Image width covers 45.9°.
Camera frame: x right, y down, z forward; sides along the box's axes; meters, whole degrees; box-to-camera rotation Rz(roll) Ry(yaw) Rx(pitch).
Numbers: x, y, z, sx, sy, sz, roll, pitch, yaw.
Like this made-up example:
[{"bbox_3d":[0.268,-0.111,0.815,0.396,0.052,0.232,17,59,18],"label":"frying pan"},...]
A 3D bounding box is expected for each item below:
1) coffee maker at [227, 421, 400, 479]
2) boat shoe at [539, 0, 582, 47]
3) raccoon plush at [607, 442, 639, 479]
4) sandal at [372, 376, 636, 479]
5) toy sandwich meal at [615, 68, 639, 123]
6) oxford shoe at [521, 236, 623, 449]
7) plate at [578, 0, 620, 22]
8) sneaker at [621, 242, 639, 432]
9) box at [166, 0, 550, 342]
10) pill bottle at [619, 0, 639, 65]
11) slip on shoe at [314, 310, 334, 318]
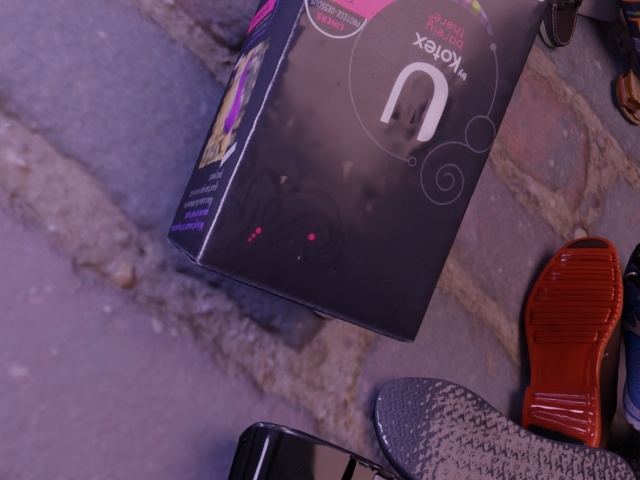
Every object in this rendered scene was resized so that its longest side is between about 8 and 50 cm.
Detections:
[{"bbox_3d":[-0.043,0.215,0.497,0.171,0.120,0.178,33,58,-26],"label":"coffee maker"},{"bbox_3d":[0.305,-0.315,0.939,0.056,0.049,0.152,-20,117,-27],"label":"boat shoe"},{"bbox_3d":[0.457,0.179,0.919,0.299,0.216,0.446,20,35,-18],"label":"raccoon plush"},{"bbox_3d":[0.157,0.201,0.673,0.254,0.054,0.097,24,64,-7],"label":"sandal"},{"bbox_3d":[0.445,-0.204,1.065,0.085,0.029,0.086,12,70,-36],"label":"toy sandwich meal"},{"bbox_3d":[0.274,0.124,0.810,0.098,0.097,0.271,47,54,-45],"label":"oxford shoe"},{"bbox_3d":[0.314,-0.447,1.021,0.278,0.045,0.277,-2,78,-39],"label":"plate"},{"bbox_3d":[0.364,0.086,0.788,0.330,0.129,0.147,-58,133,-67],"label":"sneaker"},{"bbox_3d":[0.021,-0.088,0.543,0.165,0.143,0.270,22,89,-20],"label":"box"},{"bbox_3d":[0.485,-0.311,1.026,0.130,0.130,0.246,-50,121,-36],"label":"pill bottle"},{"bbox_3d":[0.000,0.000,0.643,0.051,0.041,0.135,-11,84,-40],"label":"slip on shoe"}]
